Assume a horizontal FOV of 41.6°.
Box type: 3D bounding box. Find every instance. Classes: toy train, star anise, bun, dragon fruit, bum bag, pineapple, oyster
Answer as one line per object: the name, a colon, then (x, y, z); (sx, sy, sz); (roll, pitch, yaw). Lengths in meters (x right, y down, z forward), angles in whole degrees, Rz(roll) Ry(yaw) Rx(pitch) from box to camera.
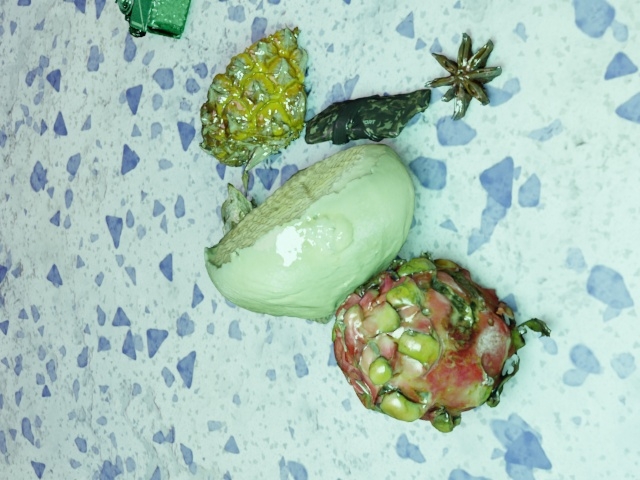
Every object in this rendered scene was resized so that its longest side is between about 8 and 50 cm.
toy train: (-0.345, -0.551, 1.757); (0.154, 0.115, 0.270); (29, 109, 38)
star anise: (0.233, -0.261, 1.334); (0.141, 0.042, 0.141); (0, 90, 43)
bun: (0.000, 0.005, 1.367); (0.364, 0.364, 0.202); (-25, 105, 37)
dragon fruit: (0.150, 0.159, 1.260); (0.269, 0.291, 0.250); (39, 109, 30)
bum bag: (0.072, -0.208, 1.440); (0.248, 0.102, 0.069); (-5, 118, 41)
pineapple: (-0.132, -0.228, 1.566); (0.334, 0.161, 0.158); (-50, 64, 27)
oyster: (-0.157, 0.006, 1.635); (0.133, 0.072, 0.209); (41, 130, 33)

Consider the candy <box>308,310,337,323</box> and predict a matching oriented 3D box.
candy: (-0.019, 0.098, 1.528); (0.110, 0.095, 0.085); (25, 69, 39)
